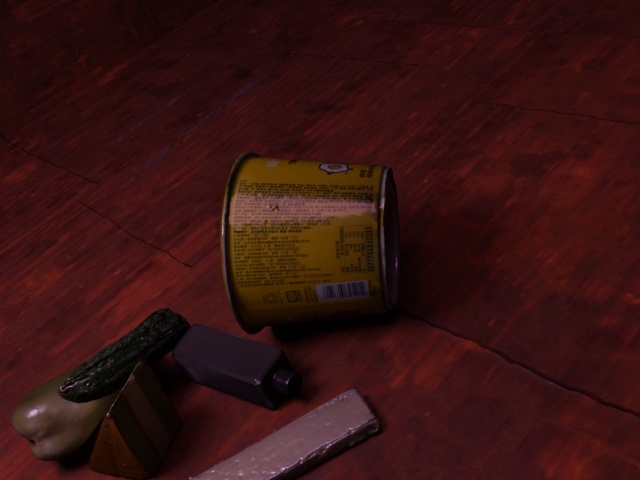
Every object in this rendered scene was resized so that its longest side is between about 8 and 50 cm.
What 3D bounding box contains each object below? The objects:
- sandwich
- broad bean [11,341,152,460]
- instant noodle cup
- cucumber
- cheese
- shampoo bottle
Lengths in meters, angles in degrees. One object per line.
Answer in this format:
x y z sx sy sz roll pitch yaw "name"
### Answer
-0.327 0.280 1.049 0.144 0.187 0.117 2 42 21 "sandwich"
-0.409 0.272 1.161 0.263 0.121 0.189 -34 15 -38 "broad bean"
0.000 0.000 1.133 0.254 0.326 0.326 -2 41 13 "instant noodle cup"
-0.318 0.194 1.105 0.077 0.077 0.265 2 26 30 "cucumber"
-0.101 0.342 0.971 0.400 0.034 0.085 -27 36 -5 "cheese"
-0.137 0.213 1.111 0.246 0.080 0.079 10 48 36 "shampoo bottle"
